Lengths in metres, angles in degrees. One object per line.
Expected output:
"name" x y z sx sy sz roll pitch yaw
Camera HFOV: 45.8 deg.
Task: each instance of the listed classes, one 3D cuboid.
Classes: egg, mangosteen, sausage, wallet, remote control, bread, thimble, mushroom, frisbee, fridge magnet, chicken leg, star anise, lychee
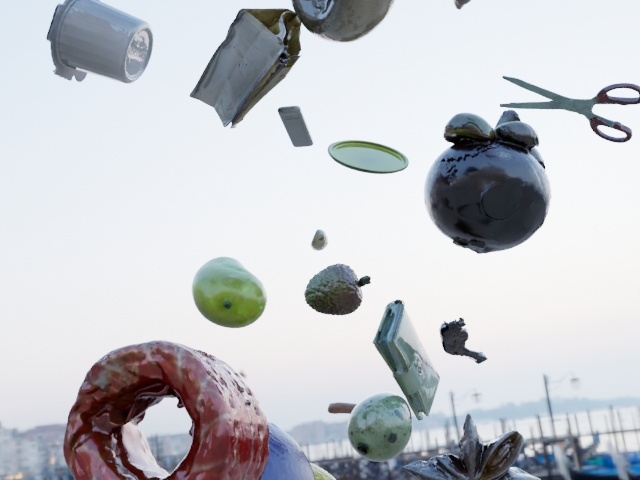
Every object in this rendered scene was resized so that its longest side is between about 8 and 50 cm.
"egg" 0.173 0.514 2.124 0.177 0.177 0.228 -18 13 37
"mangosteen" 0.499 -0.168 2.242 0.381 0.421 0.381 8 20 -3
"sausage" 0.117 0.556 2.485 0.187 0.043 0.043 5 -14 6
"wallet" 0.265 0.355 2.249 0.077 0.309 0.223 -18 24 23
"remote control" -0.071 -0.335 2.226 0.067 0.029 0.261 -4 -16 8
"bread" -0.001 0.000 2.508 0.053 0.073 0.214 20 -5 2
"thimble" -0.280 0.359 1.412 0.351 0.349 0.230 -11 -17 16
"mushroom" 0.019 -0.635 1.748 0.295 0.362 0.362 -13 -10 -30
"frisbee" 0.135 -0.237 2.157 0.236 0.017 0.236 8 27 -4
"fridge magnet" -0.125 0.503 1.625 0.266 0.265 0.112 7 -48 -42
"chicken leg" 0.417 0.306 2.260 0.106 0.051 0.253 -20 -42 22
"star anise" 0.345 0.550 1.749 0.316 0.315 0.108 -10 3 13
"lychee" 0.037 0.103 1.583 0.147 0.114 0.114 -17 -16 4

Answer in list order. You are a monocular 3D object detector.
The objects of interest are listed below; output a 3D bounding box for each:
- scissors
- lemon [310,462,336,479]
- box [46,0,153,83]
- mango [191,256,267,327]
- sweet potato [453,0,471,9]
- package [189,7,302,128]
"scissors" 0.452 -0.250 1.385 0.248 0.017 0.144 15 -31 17
"lemon" -0.085 0.745 1.995 0.336 0.335 0.336 -6 -15 -2
"box" -0.596 -0.528 2.106 0.207 0.262 0.291 22 -44 9
"mango" -0.252 0.137 2.016 0.186 0.149 0.273 -9 28 -30
"sweet potato" 0.462 -0.740 2.041 0.106 0.095 0.355 -11 -19 -42
"package" -0.171 -0.445 2.020 0.221 0.165 0.311 -20 -21 -51
